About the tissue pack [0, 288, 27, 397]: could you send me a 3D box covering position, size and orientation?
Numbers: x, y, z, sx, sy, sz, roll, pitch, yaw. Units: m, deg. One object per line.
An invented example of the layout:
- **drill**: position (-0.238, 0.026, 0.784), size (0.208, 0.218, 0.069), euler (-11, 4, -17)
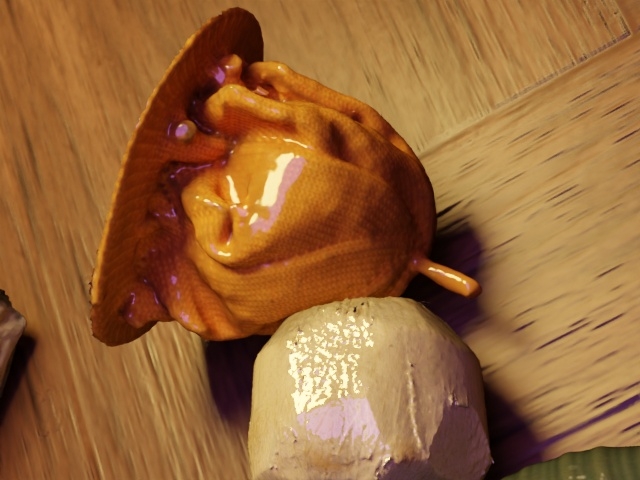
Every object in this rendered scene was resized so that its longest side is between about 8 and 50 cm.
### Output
- **tissue pack**: position (-0.455, 0.142, 1.367), size (0.394, 0.124, 0.288), euler (9, 75, 30)

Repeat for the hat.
- **hat**: position (0.000, 0.000, 1.166), size (0.233, 0.233, 0.244), euler (22, 62, 17)

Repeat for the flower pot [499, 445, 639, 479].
- **flower pot**: position (0.157, 0.223, 1.006), size (0.243, 0.157, 0.189), euler (-29, 58, 12)

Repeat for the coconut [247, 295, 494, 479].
- **coconut**: position (0.031, 0.126, 1.113), size (0.161, 0.161, 0.162), euler (-15, 67, 21)
